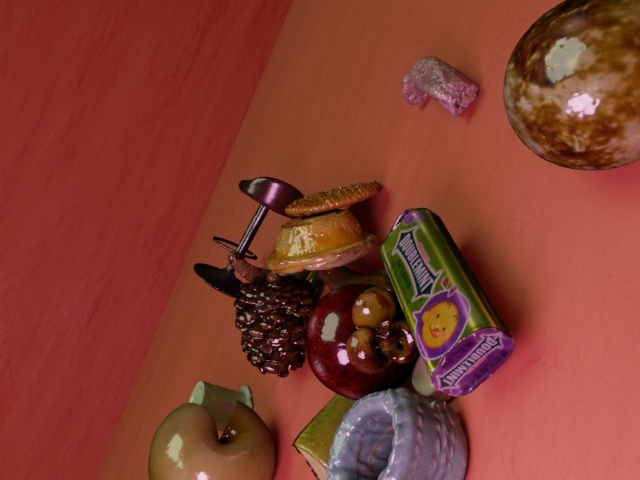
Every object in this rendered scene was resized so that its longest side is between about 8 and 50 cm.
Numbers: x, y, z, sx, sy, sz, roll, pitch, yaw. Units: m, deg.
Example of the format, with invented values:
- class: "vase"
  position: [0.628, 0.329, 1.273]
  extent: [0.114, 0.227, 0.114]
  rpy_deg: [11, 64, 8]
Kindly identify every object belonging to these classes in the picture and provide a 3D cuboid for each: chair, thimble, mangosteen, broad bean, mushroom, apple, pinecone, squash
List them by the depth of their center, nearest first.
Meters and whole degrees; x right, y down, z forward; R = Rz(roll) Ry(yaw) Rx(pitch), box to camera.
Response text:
- class: "thimble"
  position: [0.119, 0.341, 0.981]
  extent: [0.235, 0.143, 0.198]
  rpy_deg: [-58, 24, 11]
- class: "mangosteen"
  position: [0.083, 0.172, 1.106]
  extent: [0.257, 0.215, 0.215]
  rpy_deg: [121, 164, -65]
- class: "squash"
  position: [0.092, 0.361, 1.175]
  extent: [0.252, 0.169, 0.093]
  rpy_deg: [-39, 11, -33]
- class: "apple"
  position: [-0.253, 0.512, 1.434]
  extent: [0.292, 0.292, 0.254]
  rpy_deg: [-105, 35, -57]
- class: "pinecone"
  position: [-0.100, 0.201, 1.506]
  extent: [0.224, 0.224, 0.273]
  rpy_deg: [-130, 35, -65]
- class: "broad bean"
  position: [-0.034, 0.147, 1.636]
  extent: [0.227, 0.039, 0.069]
  rpy_deg: [-61, -11, 1]
- class: "mushroom"
  position: [-0.175, 0.111, 1.745]
  extent: [0.148, 0.217, 0.227]
  rpy_deg: [-20, 50, 58]
- class: "chair"
  position: [-0.218, -0.031, 1.989]
  extent: [0.401, 0.226, 0.226]
  rpy_deg: [-60, 23, 9]

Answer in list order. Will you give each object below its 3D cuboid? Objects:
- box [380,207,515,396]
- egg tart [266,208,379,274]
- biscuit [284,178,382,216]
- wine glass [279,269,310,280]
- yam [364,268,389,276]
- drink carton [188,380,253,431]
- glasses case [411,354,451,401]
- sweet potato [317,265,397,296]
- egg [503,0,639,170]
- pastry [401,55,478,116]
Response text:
- class: "box"
  position: [0.189, 0.081, 1.015]
  extent: [0.134, 0.097, 0.345]
  rpy_deg: [-52, 26, 23]
- class: "egg tart"
  position: [0.000, 0.000, 1.441]
  extent: [0.288, 0.288, 0.118]
  rpy_deg: [12, 116, 67]
- class: "biscuit"
  position: [0.030, -0.107, 1.547]
  extent: [0.254, 0.254, 0.035]
  rpy_deg: [9, 116, 66]
- class: "wine glass"
  position: [-0.042, 0.031, 1.653]
  extent: [0.231, 0.103, 0.103]
  rpy_deg: [-56, 23, 4]
- class: "yam"
  position: [0.127, 0.080, 1.377]
  extent: [0.116, 0.021, 0.021]
  rpy_deg: [-24, 46, 56]
- class: "drink carton"
  position: [-0.289, 0.466, 1.739]
  extent: [0.146, 0.142, 0.144]
  rpy_deg: [-62, 22, 11]
- class: "glasses case"
  position: [0.219, 0.174, 1.046]
  extent: [0.196, 0.050, 0.083]
  rpy_deg: [-66, 21, -2]
- class: "sweet potato"
  position: [0.078, 0.108, 1.354]
  extent: [0.292, 0.097, 0.097]
  rpy_deg: [12, 78, 61]
- class: "egg"
  position: [0.390, -0.219, 0.832]
  extent: [0.289, 0.238, 0.238]
  rpy_deg: [-20, 48, 47]
- class: "pastry"
  position: [0.269, -0.354, 1.411]
  extent: [0.112, 0.103, 0.265]
  rpy_deg: [-55, 26, 6]
